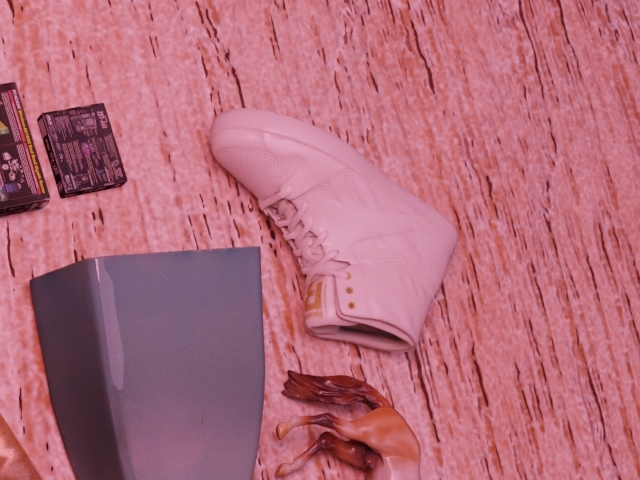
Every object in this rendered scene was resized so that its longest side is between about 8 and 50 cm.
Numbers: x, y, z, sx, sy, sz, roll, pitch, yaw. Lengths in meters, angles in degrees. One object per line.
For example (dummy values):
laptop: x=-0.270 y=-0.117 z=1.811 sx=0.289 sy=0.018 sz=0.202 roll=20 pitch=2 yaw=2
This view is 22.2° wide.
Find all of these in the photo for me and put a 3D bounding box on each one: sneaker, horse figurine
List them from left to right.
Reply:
sneaker: x=0.000 y=0.000 z=1.619 sx=0.292 sy=0.108 sz=0.169 roll=30 pitch=59 yaw=-18
horse figurine: x=0.046 y=0.242 z=1.593 sx=0.174 sy=0.066 sz=0.263 roll=-11 pitch=83 yaw=-24

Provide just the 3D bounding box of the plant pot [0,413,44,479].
plant pot: x=-0.351 y=0.245 z=1.300 sx=0.254 sy=0.237 sz=0.237 roll=-33 pitch=91 yaw=-19

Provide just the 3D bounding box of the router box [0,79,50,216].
router box: x=-0.314 y=-0.081 z=1.515 sx=0.092 sy=0.038 sz=0.122 roll=-13 pitch=81 yaw=-30

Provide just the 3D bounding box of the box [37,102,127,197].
box: x=-0.230 y=-0.088 z=1.574 sx=0.067 sy=0.018 sz=0.083 roll=-14 pitch=81 yaw=-31

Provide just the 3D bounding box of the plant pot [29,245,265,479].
plant pot: x=-0.149 y=0.135 z=1.471 sx=0.165 sy=0.166 sz=0.234 roll=-3 pitch=84 yaw=-29
